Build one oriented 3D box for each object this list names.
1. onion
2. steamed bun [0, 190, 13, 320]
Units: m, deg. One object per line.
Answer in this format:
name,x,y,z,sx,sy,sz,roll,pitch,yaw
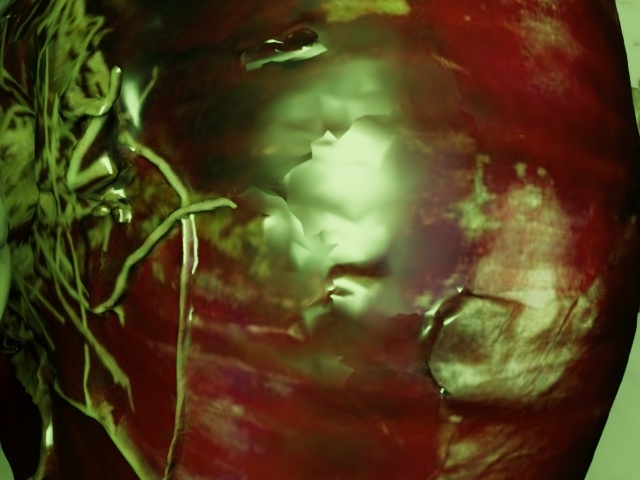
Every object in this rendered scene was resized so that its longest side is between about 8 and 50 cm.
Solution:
onion,0.000,0.000,0.612,0.232,0.314,0.314,8,88,-22
steamed bun,-0.243,-0.041,0.501,0.324,0.310,0.219,38,40,-26
